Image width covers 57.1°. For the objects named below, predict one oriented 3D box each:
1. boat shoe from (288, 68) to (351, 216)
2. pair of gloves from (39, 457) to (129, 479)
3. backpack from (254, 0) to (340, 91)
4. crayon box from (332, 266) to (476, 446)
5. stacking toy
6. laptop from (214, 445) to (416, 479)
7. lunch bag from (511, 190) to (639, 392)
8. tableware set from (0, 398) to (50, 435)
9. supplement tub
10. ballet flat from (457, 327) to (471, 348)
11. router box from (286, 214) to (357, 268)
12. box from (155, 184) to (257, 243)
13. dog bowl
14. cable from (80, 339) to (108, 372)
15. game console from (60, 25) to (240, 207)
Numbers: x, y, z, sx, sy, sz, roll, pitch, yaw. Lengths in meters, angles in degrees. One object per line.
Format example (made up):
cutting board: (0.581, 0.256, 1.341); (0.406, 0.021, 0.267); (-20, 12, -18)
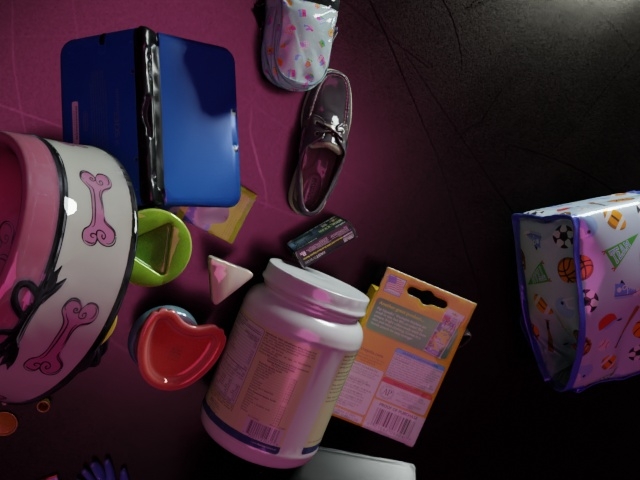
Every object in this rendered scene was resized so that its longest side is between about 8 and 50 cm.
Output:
boat shoe: (0.007, -0.179, 1.107); (0.103, 0.092, 0.285); (13, 97, -17)
pair of gloves: (-0.468, 0.515, 1.149); (0.198, 0.023, 0.159); (-16, 104, -12)
backpack: (-0.044, -0.359, 1.049); (0.152, 0.115, 0.181); (6, 101, -19)
crayon box: (0.157, 0.232, 1.212); (0.203, 0.083, 0.322); (23, 95, -5)
stacking toy: (-0.301, 0.092, 1.031); (0.309, 0.130, 0.279); (37, 85, -30)
laptop: (-0.034, 0.618, 1.065); (0.382, 0.236, 0.407); (11, 96, -1)
lunch bag: (0.606, 0.105, 1.251); (0.328, 0.239, 0.385); (-12, 96, -15)
tableware set: (-0.579, 0.312, 1.079); (0.154, 0.024, 0.104); (-13, 104, -13)
supplement tub: (-0.062, 0.219, 1.089); (0.235, 0.235, 0.324); (21, 94, -18)
ballet flat: (0.250, 0.242, 1.275); (0.173, 0.049, 0.057); (-39, 107, -5)
router box: (0.000, 0.000, 1.140); (0.122, 0.092, 0.038); (-31, 107, -8)
box: (-0.221, -0.081, 1.091); (0.178, 0.042, 0.109); (27, 90, -18)
dog bowl: (-0.459, 0.023, 0.849); (0.150, 0.408, 0.408); (28, 93, -52)
cable: (-0.460, 0.159, 1.070); (0.151, 0.047, 0.184); (10, 98, -17)
game console: (-0.293, -0.198, 1.028); (0.250, 0.173, 0.293); (-3, 88, 17)
